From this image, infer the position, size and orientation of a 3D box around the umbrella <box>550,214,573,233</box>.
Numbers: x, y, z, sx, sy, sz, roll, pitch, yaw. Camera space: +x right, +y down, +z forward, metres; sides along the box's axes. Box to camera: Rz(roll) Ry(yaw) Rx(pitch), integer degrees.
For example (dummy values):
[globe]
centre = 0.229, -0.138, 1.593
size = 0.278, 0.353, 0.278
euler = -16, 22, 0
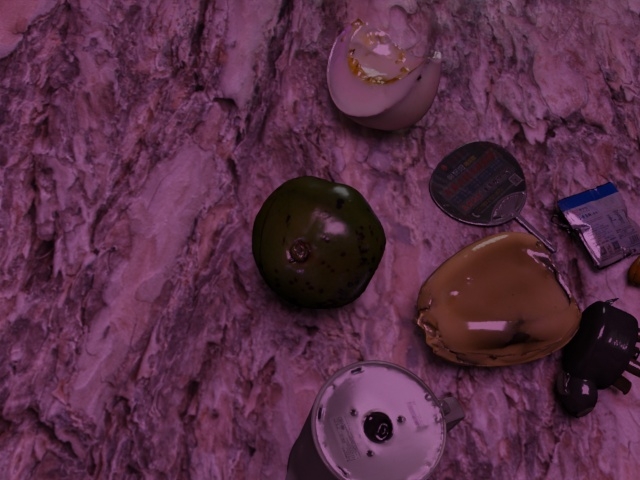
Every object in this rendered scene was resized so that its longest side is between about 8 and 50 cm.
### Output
[umbrella]
centre = 0.551, -0.014, 1.888
size = 0.149, 0.022, 0.022
euler = 28, 24, -4

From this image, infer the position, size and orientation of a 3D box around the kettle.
[kettle]
centre = 0.080, 0.323, 1.457
size = 0.205, 0.318, 0.265
euler = 37, 62, 10

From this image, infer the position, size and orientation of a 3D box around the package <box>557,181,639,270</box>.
[package]
centre = 0.605, -0.035, 1.892
size = 0.171, 0.027, 0.173
euler = -18, 69, -25

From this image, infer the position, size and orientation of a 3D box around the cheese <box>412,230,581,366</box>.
[cheese]
centre = 0.324, 0.125, 1.701
size = 0.316, 0.128, 0.259
euler = -20, 61, -24

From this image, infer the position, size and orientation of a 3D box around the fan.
[fan]
centre = 0.382, -0.111, 1.912
size = 0.294, 0.012, 0.223
euler = 18, 60, 0

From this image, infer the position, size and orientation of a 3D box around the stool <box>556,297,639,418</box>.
[stool]
centre = 0.540, 0.228, 1.700
size = 0.139, 0.153, 0.228
euler = 25, 104, 0

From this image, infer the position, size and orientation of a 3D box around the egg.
[egg]
centre = 0.146, -0.327, 1.902
size = 0.271, 0.162, 0.206
euler = 29, 93, 42

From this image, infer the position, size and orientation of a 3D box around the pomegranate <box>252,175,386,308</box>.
[pomegranate]
centre = 0.000, 0.000, 1.670
size = 0.254, 0.254, 0.270
euler = 32, 24, 8

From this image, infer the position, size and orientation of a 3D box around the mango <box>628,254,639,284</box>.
[mango]
centre = 0.694, 0.056, 1.849
size = 0.127, 0.063, 0.077
euler = -14, 74, -16
